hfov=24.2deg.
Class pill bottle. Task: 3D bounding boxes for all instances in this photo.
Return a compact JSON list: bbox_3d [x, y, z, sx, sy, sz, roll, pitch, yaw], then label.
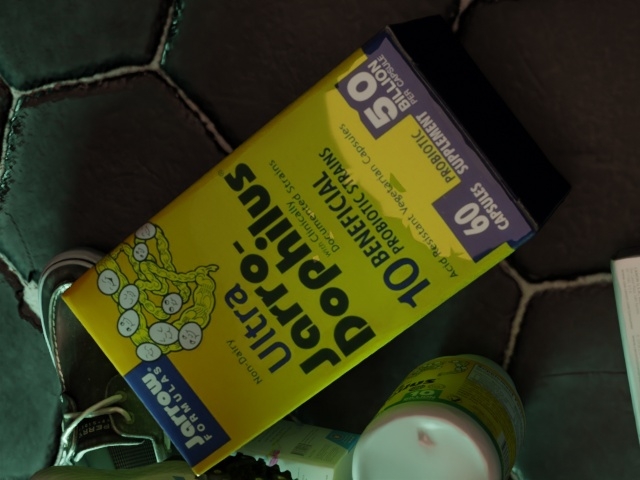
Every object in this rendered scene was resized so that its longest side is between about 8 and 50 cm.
[{"bbox_3d":[0.106,0.162,1.235,0.117,0.208,0.118,3,102,16],"label":"pill bottle"}]

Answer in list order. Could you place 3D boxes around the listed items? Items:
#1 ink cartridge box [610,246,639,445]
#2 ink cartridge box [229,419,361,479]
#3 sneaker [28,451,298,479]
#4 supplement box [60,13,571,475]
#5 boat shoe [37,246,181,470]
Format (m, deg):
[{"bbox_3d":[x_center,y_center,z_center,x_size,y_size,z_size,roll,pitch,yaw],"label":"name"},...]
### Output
[{"bbox_3d":[0.367,0.087,1.225,0.232,0.066,0.189,-9,98,14],"label":"ink cartridge box"},{"bbox_3d":[-0.035,0.200,1.348,0.122,0.088,0.052,10,104,15],"label":"ink cartridge box"},{"bbox_3d":[-0.133,0.230,1.280,0.237,0.085,0.086,-5,99,6],"label":"sneaker"},{"bbox_3d":[0.000,0.000,1.242,0.356,0.195,0.194,-38,89,20],"label":"supplement box"},{"bbox_3d":[-0.178,0.168,1.369,0.121,0.119,0.335,-21,94,20],"label":"boat shoe"}]
